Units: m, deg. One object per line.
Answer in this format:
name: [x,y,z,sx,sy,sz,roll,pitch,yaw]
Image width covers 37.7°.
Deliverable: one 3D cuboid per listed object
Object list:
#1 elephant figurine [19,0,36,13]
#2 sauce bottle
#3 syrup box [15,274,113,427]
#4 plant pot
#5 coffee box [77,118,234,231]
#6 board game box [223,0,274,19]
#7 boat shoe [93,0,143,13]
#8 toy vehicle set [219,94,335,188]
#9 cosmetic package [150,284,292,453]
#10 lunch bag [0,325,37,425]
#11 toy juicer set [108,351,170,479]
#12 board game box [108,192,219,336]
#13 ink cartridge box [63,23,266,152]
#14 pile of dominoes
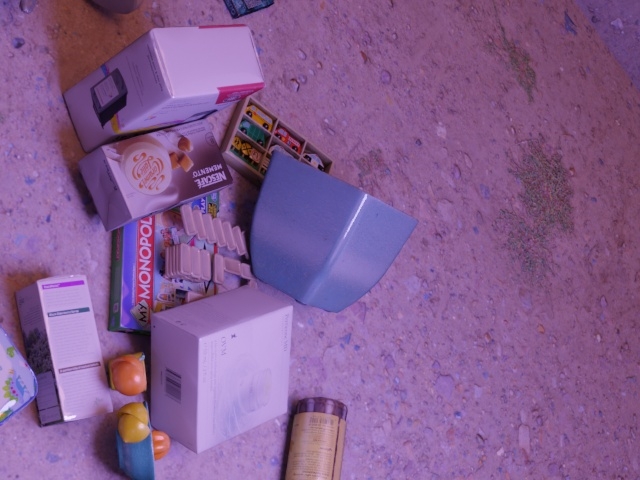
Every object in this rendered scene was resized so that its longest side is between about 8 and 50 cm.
elephant figurine: [-0.593,-0.538,1.649,0.239,0.186,0.169,22,104,-24]
sauce bottle: [-0.019,0.481,1.822,0.111,0.111,0.345,29,57,-33]
syrup box: [-0.428,0.183,1.561,0.096,0.093,0.237,-5,79,-43]
plant pot: [0.000,0.000,1.891,0.247,0.247,0.252,23,94,-58]
coffee box: [-0.299,-0.123,1.723,0.246,0.098,0.141,-23,91,-44]
board game box: [-0.192,-0.598,2.105,0.126,0.026,0.186,-33,98,-44]
boat shoe: [-0.460,-0.606,1.801,0.367,0.136,0.156,42,47,-12]
toy vehicle set: [-0.091,-0.178,2.041,0.266,0.035,0.166,35,54,-29]
cosmetic package: [-0.175,0.225,1.688,0.224,0.138,0.224,-18,118,-45]
lunch bag: [-0.560,0.198,1.437,0.176,0.090,0.219,-41,104,-44]
toy juicer set: [-0.290,0.340,1.551,0.089,0.209,0.329,-5,77,-16]
board game box: [-0.291,0.028,1.778,0.213,0.046,0.318,14,66,-40]
ink cartridge box: [-0.285,-0.277,1.708,0.226,0.306,0.131,-18,88,-44]
pile of dominoes: [-0.204,0.051,1.804,0.251,0.040,0.196,24,59,-57]
